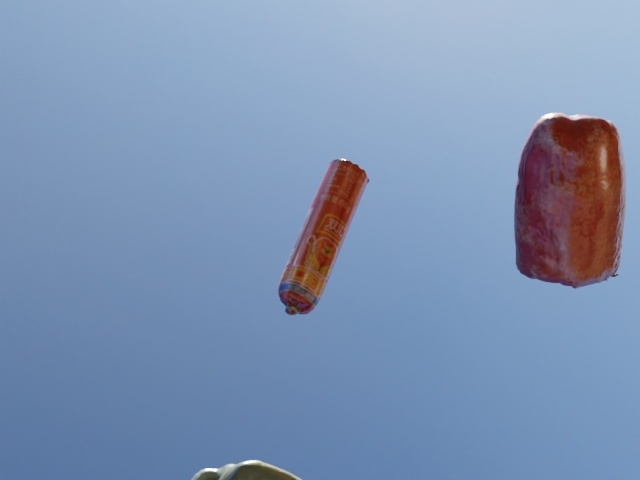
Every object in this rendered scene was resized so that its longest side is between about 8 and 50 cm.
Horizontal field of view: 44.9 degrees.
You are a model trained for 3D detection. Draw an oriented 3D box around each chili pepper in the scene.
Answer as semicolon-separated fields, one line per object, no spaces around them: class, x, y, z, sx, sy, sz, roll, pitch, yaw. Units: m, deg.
chili pepper;0.170;-0.030;0.536;0.070;0.073;0.123;-10;-66;-12

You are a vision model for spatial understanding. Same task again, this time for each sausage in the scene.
sausage;0.000;0.000;0.569;0.034;0.034;0.129;36;-121;-24

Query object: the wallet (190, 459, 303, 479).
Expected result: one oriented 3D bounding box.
wallet;0.035;0.311;0.524;0.360;0.083;0.252;28;-103;-16
